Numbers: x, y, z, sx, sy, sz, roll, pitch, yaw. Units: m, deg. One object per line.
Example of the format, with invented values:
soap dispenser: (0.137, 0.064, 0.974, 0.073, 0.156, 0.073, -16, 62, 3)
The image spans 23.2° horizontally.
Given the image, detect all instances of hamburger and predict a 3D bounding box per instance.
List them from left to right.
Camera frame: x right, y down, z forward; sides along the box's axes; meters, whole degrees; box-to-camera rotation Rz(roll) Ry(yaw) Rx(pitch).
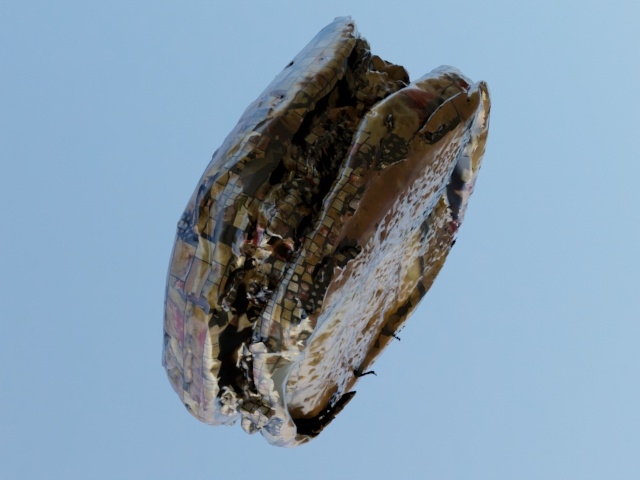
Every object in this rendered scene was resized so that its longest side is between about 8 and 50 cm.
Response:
hamburger: (0.000, 0.000, 0.797, 0.106, 0.231, 0.231, 29, -137, 11)
